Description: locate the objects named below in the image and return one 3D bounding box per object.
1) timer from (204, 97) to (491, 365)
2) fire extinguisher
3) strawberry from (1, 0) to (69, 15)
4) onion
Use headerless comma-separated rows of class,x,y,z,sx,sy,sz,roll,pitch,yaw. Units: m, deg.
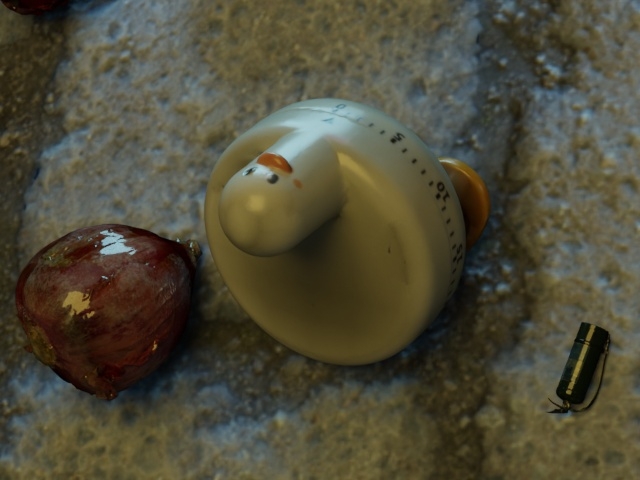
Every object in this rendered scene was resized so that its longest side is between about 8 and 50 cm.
timer,0.000,0.000,1.319,0.233,0.233,0.240,20,37,26
fire extinguisher,0.221,0.113,1.319,0.038,0.025,0.083,23,81,3
strawberry,-0.280,-0.336,1.595,0.201,0.187,0.184,-35,35,-23
onion,-0.184,0.049,1.444,0.195,0.159,0.159,-37,59,-27
